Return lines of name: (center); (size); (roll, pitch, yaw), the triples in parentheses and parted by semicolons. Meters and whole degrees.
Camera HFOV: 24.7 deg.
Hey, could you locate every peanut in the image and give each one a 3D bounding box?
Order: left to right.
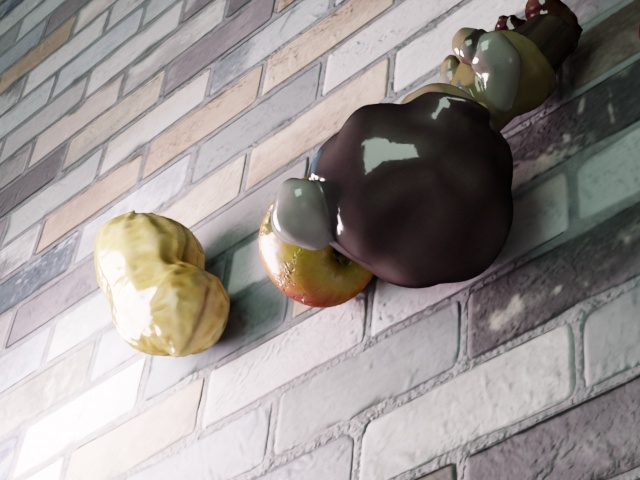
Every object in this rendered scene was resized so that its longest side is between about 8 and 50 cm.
peanut: (-0.201, 0.057, 1.827); (0.147, 0.147, 0.305); (-46, 32, 9)

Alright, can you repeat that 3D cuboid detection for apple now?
apple: (0.000, 0.000, 1.597); (0.146, 0.146, 0.146); (-36, 32, 27)

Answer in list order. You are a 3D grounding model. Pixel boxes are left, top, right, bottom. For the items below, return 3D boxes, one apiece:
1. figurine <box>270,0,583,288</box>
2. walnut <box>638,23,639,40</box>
figurine: (0.126, -0.121, 1.480); (0.218, 0.206, 0.365); (-11, 48, 52)
walnut: (0.396, -0.149, 1.147); (0.269, 0.222, 0.244); (-30, 67, 58)
